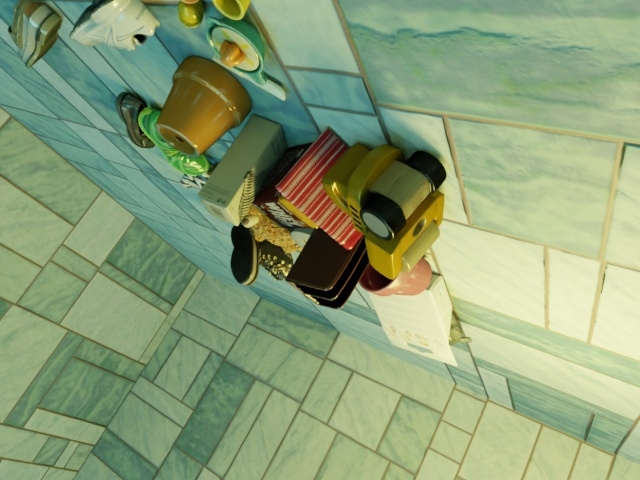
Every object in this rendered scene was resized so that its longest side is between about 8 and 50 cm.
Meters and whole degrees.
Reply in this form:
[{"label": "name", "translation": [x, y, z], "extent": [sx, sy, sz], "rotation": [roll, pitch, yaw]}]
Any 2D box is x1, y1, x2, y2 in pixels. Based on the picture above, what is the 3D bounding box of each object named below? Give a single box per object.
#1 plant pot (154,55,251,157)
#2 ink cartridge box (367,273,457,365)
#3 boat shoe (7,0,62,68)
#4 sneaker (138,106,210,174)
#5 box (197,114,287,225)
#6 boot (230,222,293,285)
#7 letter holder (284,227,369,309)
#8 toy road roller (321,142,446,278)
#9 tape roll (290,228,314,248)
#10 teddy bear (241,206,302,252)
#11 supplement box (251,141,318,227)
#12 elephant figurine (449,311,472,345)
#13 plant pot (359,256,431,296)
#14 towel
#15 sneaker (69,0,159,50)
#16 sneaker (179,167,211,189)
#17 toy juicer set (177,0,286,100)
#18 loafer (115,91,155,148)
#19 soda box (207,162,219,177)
[{"label": "plant pot", "translation": [-0.309, -0.319, 1.276], "extent": [0.205, 0.187, 0.205], "rotation": [27, 163, 9]}, {"label": "ink cartridge box", "translation": [0.343, 0.266, 1.853], "extent": [0.308, 0.091, 0.384], "rotation": [10, 136, 45]}, {"label": "boat shoe", "translation": [-0.838, -0.605, 1.471], "extent": [0.103, 0.113, 0.302], "rotation": [40, 149, -26]}, {"label": "sneaker", "translation": [-0.475, -0.316, 1.680], "extent": [0.124, 0.109, 0.295], "rotation": [17, 159, 45]}, {"label": "box", "translation": [-0.199, -0.185, 1.330], "extent": [0.094, 0.275, 0.113], "rotation": [24, 163, 16]}, {"label": "boot", "translation": [-0.244, 0.088, 2.170], "extent": [0.284, 0.138, 0.377], "rotation": [37, -159, -36]}, {"label": "letter holder", "translation": [0.076, 0.038, 1.472], "extent": [0.152, 0.301, 0.215], "rotation": [41, 159, -32]}, {"label": "toy road roller", "translation": [0.146, -0.089, 1.205], "extent": [0.241, 0.202, 0.329], "rotation": [34, 162, 29]}, {"label": "tape roll", "translation": [0.000, 0.000, 1.870], "extent": [0.219, 0.072, 0.219], "rotation": [27, 162, 10]}, {"label": "teddy bear", "translation": [-0.194, -0.045, 1.990], "extent": [0.245, 0.113, 0.338], "rotation": [12, 155, 40]}, {"label": "supplement box", "translation": [-0.062, -0.144, 1.368], "extent": [0.129, 0.191, 0.194], "rotation": [39, 159, -29]}, {"label": "elephant figurine", "translation": [0.443, 0.335, 2.009], "extent": [0.239, 0.170, 0.185], "rotation": [162, 89, -75]}, {"label": "plant pot", "translation": [0.239, 0.088, 1.571], "extent": [0.180, 0.201, 0.201], "rotation": [24, 169, -37]}, {"label": "towel", "translation": [0.045, -0.122, 1.274], "extent": [0.275, 0.198, 0.031], "rotation": [40, 180, -28]}, {"label": "sneaker", "translation": [-0.476, -0.482, 1.157], "extent": [0.129, 0.110, 0.297], "rotation": [36, 163, -37]}, {"label": "sneaker", "translation": [-0.441, -0.218, 1.920], "extent": [0.153, 0.094, 0.235], "rotation": [41, 151, -7]}, {"label": "toy juicer set", "translation": [-0.202, -0.405, 1.035], "extent": [0.209, 0.089, 0.329], "rotation": [24, 162, 17]}, {"label": "loafer", "translation": [-0.606, -0.390, 1.719], "extent": [0.084, 0.096, 0.267], "rotation": [20, 159, 11]}, {"label": "soda box", "translation": [-0.307, -0.220, 1.767], "extent": [0.182, 0.058, 0.061], "rotation": [17, 158, 34]}]
